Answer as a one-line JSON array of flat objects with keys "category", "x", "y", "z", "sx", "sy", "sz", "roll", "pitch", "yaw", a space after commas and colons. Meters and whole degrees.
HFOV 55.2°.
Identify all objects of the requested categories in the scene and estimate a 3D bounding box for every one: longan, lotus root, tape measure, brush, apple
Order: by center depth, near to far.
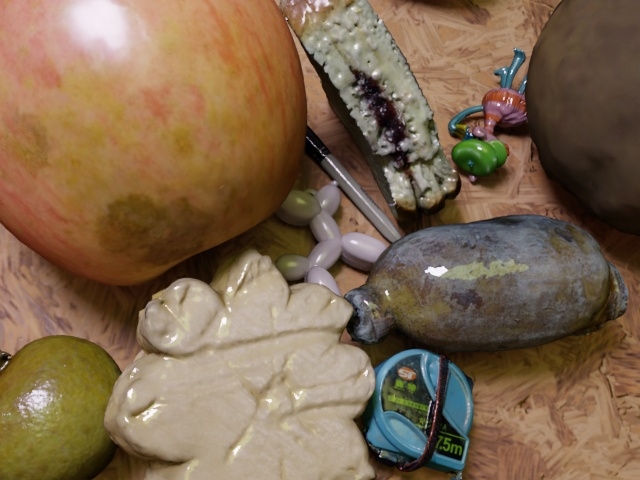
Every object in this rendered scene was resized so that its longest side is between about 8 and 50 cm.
[{"category": "longan", "x": -0.275, "y": 0.165, "z": 0.601, "sx": 0.176, "sy": 0.145, "sz": 0.154, "roll": 43, "pitch": 29, "yaw": -8}, {"category": "apple", "x": -0.183, "y": -0.133, "z": 0.646, "sx": 0.364, "sy": 0.364, "sz": 0.363, "roll": 4, "pitch": 66, "yaw": -10}, {"category": "tape measure", "x": 0.112, "y": 0.194, "z": 0.711, "sx": 0.125, "sy": 0.081, "sz": 0.146, "roll": 20, "pitch": 64, "yaw": -6}, {"category": "lotus root", "x": 0.191, "y": 0.049, "z": 0.738, "sx": 0.350, "sy": 0.175, "sz": 0.175, "roll": -3, "pitch": 68, "yaw": -12}, {"category": "longan", "x": 0.485, "y": -0.217, "z": 0.793, "sx": 0.436, "sy": 0.404, "sz": 0.404, "roll": -42, "pitch": 81, "yaw": -21}, {"category": "brush", "x": 0.014, "y": -0.101, "z": 0.848, "sx": 0.042, "sy": 0.039, "sz": 0.299, "roll": -36, "pitch": 82, "yaw": -20}]

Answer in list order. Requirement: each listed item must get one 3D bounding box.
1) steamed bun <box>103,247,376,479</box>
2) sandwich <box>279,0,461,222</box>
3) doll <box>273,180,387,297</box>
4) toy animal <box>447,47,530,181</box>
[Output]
[{"category": "steamed bun", "x": -0.080, "y": 0.173, "z": 0.637, "sx": 0.295, "sy": 0.137, "sz": 0.292, "roll": 34, "pitch": 64, "yaw": -19}, {"category": "sandwich", "x": 0.073, "y": -0.161, "z": 0.749, "sx": 0.100, "sy": 0.288, "sz": 0.254, "roll": -30, "pitch": 71, "yaw": 5}, {"category": "doll", "x": 0.000, "y": 0.000, "z": 0.784, "sx": 0.160, "sy": 0.059, "sz": 0.161, "roll": 41, "pitch": 66, "yaw": 6}, {"category": "toy animal", "x": 0.250, "y": -0.186, "z": 0.907, "sx": 0.103, "sy": 0.100, "sz": 0.208, "roll": 21, "pitch": 71, "yaw": 22}]
